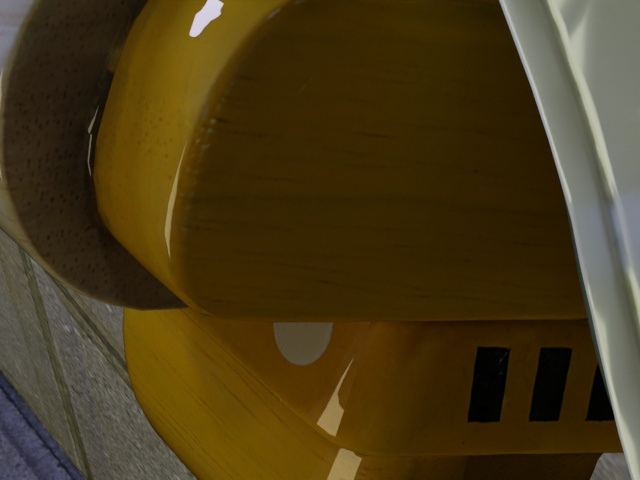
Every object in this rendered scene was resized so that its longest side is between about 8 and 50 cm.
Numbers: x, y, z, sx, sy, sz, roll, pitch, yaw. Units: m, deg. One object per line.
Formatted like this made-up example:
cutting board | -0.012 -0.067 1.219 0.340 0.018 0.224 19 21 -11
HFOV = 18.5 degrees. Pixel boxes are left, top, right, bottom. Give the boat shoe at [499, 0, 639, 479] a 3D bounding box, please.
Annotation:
boat shoe | 0.091 -0.074 0.421 0.099 0.116 0.319 -37 -62 -76

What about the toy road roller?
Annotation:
toy road roller | 0.000 0.000 0.573 0.202 0.329 0.240 38 114 43
